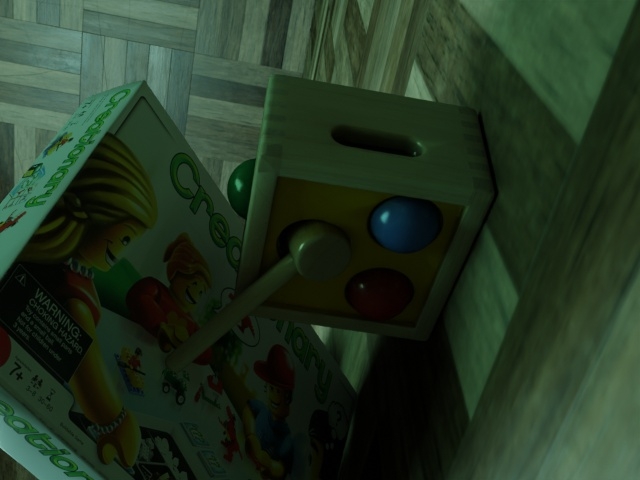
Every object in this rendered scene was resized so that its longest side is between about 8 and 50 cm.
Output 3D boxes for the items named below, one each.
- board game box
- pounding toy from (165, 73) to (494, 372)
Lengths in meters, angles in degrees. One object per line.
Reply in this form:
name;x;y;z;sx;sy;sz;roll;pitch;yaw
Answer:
board game box;-0.077;0.084;0.452;0.305;0.053;0.193;59;-146;-35
pounding toy;0.000;0.000;0.390;0.100;0.141;0.130;-89;10;-47
